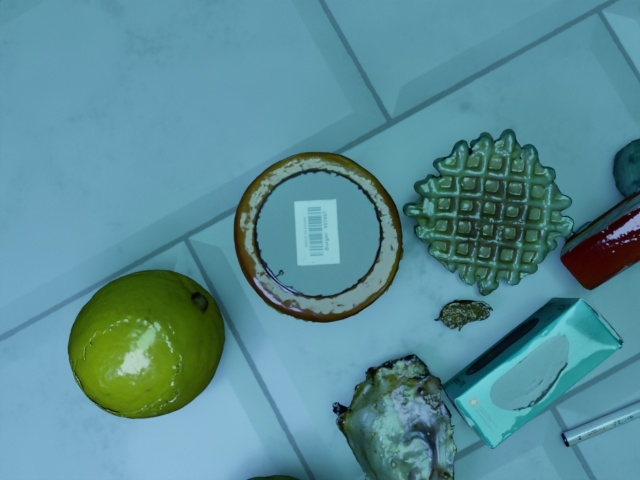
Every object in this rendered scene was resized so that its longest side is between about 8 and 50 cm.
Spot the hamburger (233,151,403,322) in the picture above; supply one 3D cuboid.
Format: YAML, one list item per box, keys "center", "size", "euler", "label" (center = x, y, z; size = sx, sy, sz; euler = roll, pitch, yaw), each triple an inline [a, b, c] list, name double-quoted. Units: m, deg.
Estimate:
- center: [0.000, 0.000, 1.402]
  size: [0.329, 0.250, 0.330]
  euler: [0, 88, 0]
  label: "hamburger"

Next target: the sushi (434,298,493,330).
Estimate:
- center: [0.287, 0.148, 1.470]
  size: [0.117, 0.060, 0.062]
  euler: [-25, 90, 2]
  label: "sushi"

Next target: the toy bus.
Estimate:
- center: [0.580, -0.011, 1.375]
  size: [0.121, 0.265, 0.119]
  euler: [50, 45, 5]
  label: "toy bus"

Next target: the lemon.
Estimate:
- center: [-0.329, 0.196, 1.385]
  size: [0.296, 0.297, 0.297]
  euler: [0, 85, 3]
  label: "lemon"

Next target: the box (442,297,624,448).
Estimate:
- center: [0.391, 0.241, 1.387]
  size: [0.311, 0.205, 0.118]
  euler: [-38, 87, 0]
  label: "box"

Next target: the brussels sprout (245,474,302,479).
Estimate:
- center: [-0.034, 0.635, 1.301]
  size: [0.361, 0.342, 0.425]
  euler: [-32, 95, 7]
  label: "brussels sprout"

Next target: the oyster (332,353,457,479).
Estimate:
- center: [0.181, 0.413, 1.435]
  size: [0.221, 0.096, 0.361]
  euler: [-26, 83, 2]
  label: "oyster"

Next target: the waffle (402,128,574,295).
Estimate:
- center: [0.339, -0.057, 1.447]
  size: [0.292, 0.056, 0.309]
  euler: [-42, 98, 9]
  label: "waffle"

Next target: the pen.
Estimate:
- center: [0.609, 0.348, 1.452]
  size: [0.268, 0.033, 0.033]
  euler: [-23, 85, 1]
  label: "pen"

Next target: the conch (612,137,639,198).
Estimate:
- center: [0.697, -0.106, 1.431]
  size: [0.202, 0.134, 0.196]
  euler: [-2, 101, 7]
  label: "conch"
